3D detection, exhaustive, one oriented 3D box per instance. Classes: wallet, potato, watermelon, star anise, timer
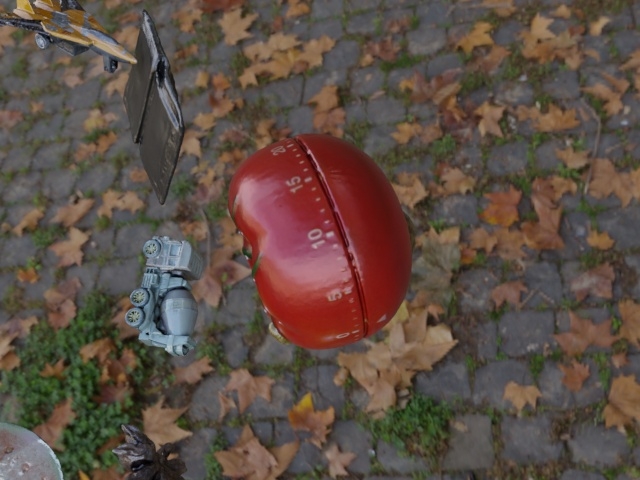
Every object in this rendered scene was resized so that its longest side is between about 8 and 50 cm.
[{"bbox_3d":[-0.335,-0.265,1.522,0.041,0.247,0.323,-6,55,-32],"label":"wallet"},{"bbox_3d":[-0.102,0.251,2.041,0.045,0.092,0.046,-38,33,14],"label":"potato"},{"bbox_3d":[-0.730,0.563,1.819,0.188,0.322,0.175,-23,8,-29],"label":"watermelon"},{"bbox_3d":[-0.350,0.492,1.605,0.073,0.212,0.197,-36,42,16],"label":"star anise"},{"bbox_3d":[0.000,0.000,1.336,0.279,0.378,0.378,-21,51,-9],"label":"timer"}]

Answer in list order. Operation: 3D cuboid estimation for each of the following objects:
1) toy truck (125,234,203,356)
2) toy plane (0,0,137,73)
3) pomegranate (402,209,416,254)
[{"bbox_3d":[-0.322,0.121,1.645,0.140,0.108,0.257,2,66,15],"label":"toy truck"},{"bbox_3d":[-0.501,-0.424,1.576,0.316,0.103,0.204,35,47,11],"label":"toy plane"},{"bbox_3d":[0.101,0.008,1.725,0.246,0.198,0.198,-30,50,-23],"label":"pomegranate"}]
